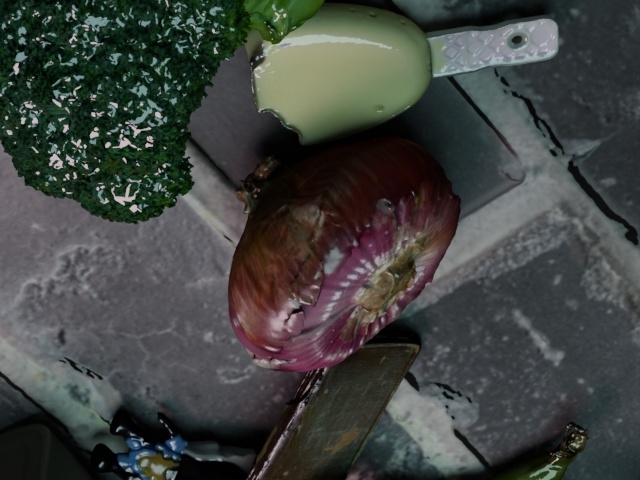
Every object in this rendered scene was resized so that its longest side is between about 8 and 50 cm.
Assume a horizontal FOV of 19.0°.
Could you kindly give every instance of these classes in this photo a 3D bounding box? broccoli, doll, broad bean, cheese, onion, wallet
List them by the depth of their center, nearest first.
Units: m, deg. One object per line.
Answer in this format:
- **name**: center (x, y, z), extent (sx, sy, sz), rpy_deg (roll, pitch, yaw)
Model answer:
- **broccoli**: center (-0.138, -0.159, 1.401), extent (0.297, 0.297, 0.297), rpy_deg (-11, 134, -35)
- **cheese**: center (0.066, -0.143, 1.547), extent (0.255, 0.050, 0.127), rpy_deg (-8, 128, -3)
- **onion**: center (0.000, 0.000, 1.592), extent (0.163, 0.230, 0.230), rpy_deg (36, 127, 20)
- **wallet**: center (0.001, 0.174, 1.761), extent (0.122, 0.031, 0.232), rpy_deg (4, 124, -44)
- **doll**: center (-0.117, 0.222, 1.796), extent (0.195, 0.070, 0.096), rpy_deg (26, 100, -22)
- **broad bean**: center (0.114, 0.243, 1.833), extent (0.292, 0.049, 0.144), rpy_deg (-13, 148, -12)

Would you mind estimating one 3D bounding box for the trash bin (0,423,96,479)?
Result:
- **trash bin**: center (-0.257, 0.320, 1.769), extent (0.220, 0.219, 0.250), rpy_deg (-24, 121, 13)
